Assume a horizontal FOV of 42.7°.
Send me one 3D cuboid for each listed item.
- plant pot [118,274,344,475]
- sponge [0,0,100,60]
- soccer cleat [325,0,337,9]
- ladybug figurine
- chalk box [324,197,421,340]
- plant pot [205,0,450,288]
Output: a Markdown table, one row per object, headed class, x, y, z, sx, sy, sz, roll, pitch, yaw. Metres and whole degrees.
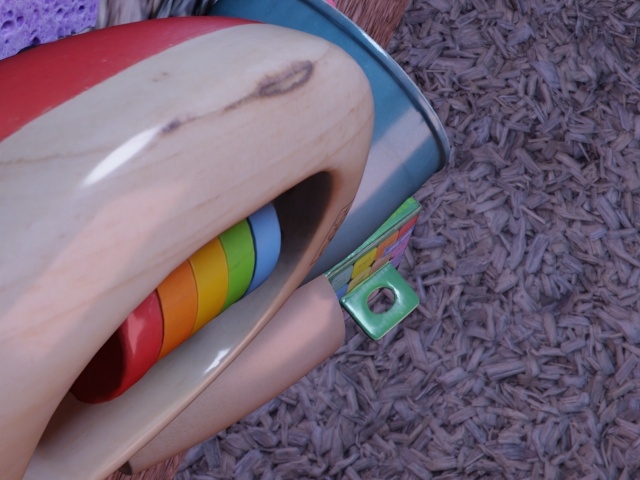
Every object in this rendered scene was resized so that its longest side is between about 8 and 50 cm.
| class | x | y | z | sx | sy | sz | roll | pitch | yaw |
| --- | --- | --- | --- | --- | --- | --- | --- | --- | --- |
| plant pot | -0.157 | 0.123 | 0.934 | 0.274 | 0.256 | 0.256 | -43 | 165 | -30 |
| sponge | -0.134 | -0.202 | 0.422 | 0.117 | 0.031 | 0.210 | -59 | 174 | -62 |
| soccer cleat | -0.035 | -0.270 | 1.246 | 0.095 | 0.083 | 0.248 | -104 | -157 | -46 |
| ladybug figurine | -0.121 | -0.001 | 0.480 | 0.449 | 0.162 | 0.305 | -36 | 159 | -56 |
| chalk box | 0.000 | 0.000 | 1.056 | 0.180 | 0.289 | 0.179 | -37 | 157 | -29 |
| plant pot | -0.063 | -0.066 | 0.778 | 0.255 | 0.272 | 0.271 | -50 | 175 | -7 |
